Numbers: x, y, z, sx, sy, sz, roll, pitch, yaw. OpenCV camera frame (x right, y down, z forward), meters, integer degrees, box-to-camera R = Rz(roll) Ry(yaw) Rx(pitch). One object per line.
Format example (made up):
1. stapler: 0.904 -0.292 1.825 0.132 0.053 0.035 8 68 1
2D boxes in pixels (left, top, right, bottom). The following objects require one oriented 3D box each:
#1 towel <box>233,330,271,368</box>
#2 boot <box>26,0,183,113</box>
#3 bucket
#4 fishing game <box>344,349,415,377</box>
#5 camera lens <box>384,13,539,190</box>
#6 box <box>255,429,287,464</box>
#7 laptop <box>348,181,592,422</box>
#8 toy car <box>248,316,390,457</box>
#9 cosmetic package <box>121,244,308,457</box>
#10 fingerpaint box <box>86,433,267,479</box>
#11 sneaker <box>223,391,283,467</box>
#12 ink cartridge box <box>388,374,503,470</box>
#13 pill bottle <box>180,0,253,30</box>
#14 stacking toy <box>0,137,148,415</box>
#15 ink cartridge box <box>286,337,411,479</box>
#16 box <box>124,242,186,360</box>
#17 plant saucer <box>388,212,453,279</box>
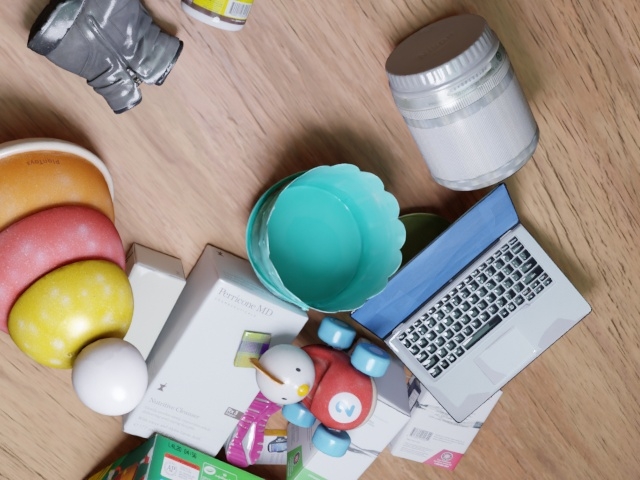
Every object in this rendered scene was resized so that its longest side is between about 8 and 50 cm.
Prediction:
1. towel: -0.131 0.214 1.853 0.060 0.009 0.083 9 113 -19
2. boot: -0.316 -0.392 1.624 0.223 0.118 0.338 34 116 -29
3. bucket: 0.000 0.000 1.796 0.281 0.183 0.281 2 84 -20
4. fishing game: 0.071 0.318 2.118 0.264 0.041 0.189 -41 111 15
5. camera lens: 0.264 -0.246 1.765 0.219 0.219 0.274 -30 120 3
6. box: -0.090 0.466 2.162 0.136 0.028 0.081 4 116 -18
7. laptop: 0.315 0.142 1.914 0.382 0.236 0.408 -41 101 4
8. toy car: -0.032 0.267 1.807 0.238 0.210 0.219 15 105 -43
9. cosmetic package: -0.221 0.228 1.930 0.217 0.156 0.385 24 110 -25
10. fingerpaint box: -0.266 0.611 2.036 0.445 0.163 0.371 29 136 -25
11. sneaker: -0.151 0.348 2.044 0.103 0.111 0.252 32 83 -34
12. ink cartridge box: 0.272 0.383 2.163 0.172 0.100 0.237 19 111 -21
13. pill bottle: -0.149 -0.471 1.607 0.117 0.117 0.215 16 112 -21
14. stacking toy: -0.431 0.095 1.586 0.350 0.480 0.350 -25 147 -18
15. ink cartridge box: 0.054 0.380 2.007 0.121 0.211 0.289 31 113 -15
16. box: -0.374 0.152 1.890 0.113 0.094 0.275 23 109 -24
17. plant saucer: 0.188 0.044 2.003 0.241 0.037 0.241 -5 117 -11
